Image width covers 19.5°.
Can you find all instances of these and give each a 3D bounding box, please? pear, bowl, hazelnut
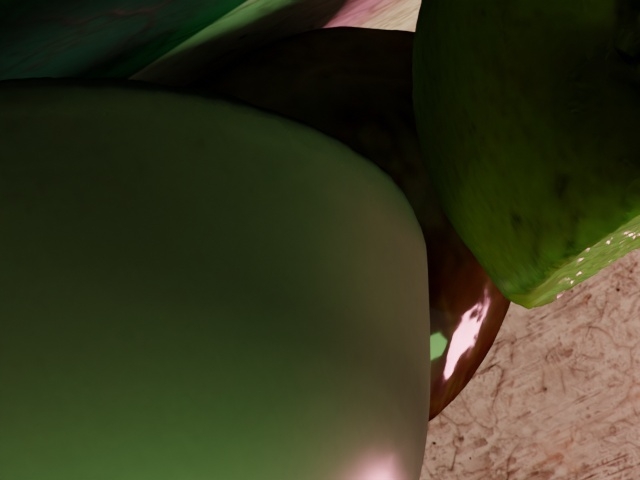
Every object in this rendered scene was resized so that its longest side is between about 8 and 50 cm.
[{"bbox_3d":[0.143,-0.109,0.721,0.286,0.176,0.282,-32,173,11],"label":"pear"},{"bbox_3d":[-0.115,0.111,0.723,0.354,0.185,0.354,-8,151,-5],"label":"bowl"},{"bbox_3d":[0.000,0.000,0.940,0.234,0.218,0.218,-25,176,-23],"label":"hazelnut"}]
